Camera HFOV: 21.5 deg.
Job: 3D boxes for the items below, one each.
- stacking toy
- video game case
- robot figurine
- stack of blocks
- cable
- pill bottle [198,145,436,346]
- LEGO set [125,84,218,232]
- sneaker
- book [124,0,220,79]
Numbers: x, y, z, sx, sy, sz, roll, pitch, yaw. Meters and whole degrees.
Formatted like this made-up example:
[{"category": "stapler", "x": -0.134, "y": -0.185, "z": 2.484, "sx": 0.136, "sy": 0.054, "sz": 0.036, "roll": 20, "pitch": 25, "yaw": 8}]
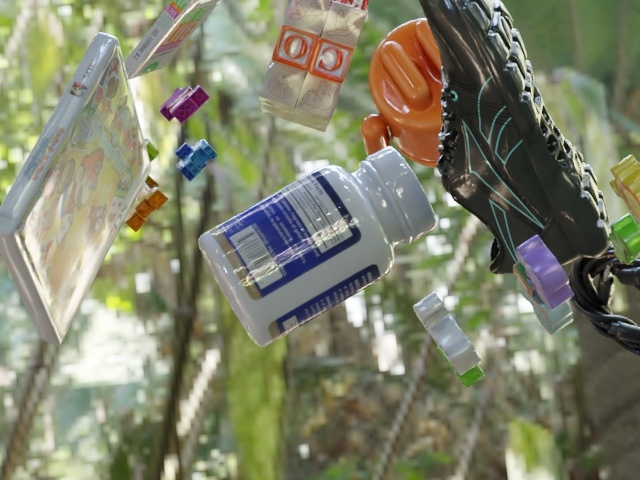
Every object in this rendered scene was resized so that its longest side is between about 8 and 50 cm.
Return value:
[{"category": "stacking toy", "x": 0.152, "y": 0.034, "z": 1.121, "sx": 0.167, "sy": 0.052, "sz": 0.221, "roll": -34, "pitch": -15, "yaw": 0}, {"category": "video game case", "x": -0.216, "y": -0.041, "z": 1.501, "sx": 0.026, "sy": 0.206, "sz": 0.227, "roll": 19, "pitch": -25, "yaw": 12}, {"category": "robot figurine", "x": 0.124, "y": -0.153, "z": 1.776, "sx": 0.128, "sy": 0.158, "sz": 0.219, "roll": 17, "pitch": -13, "yaw": 16}, {"category": "stack of blocks", "x": -0.006, "y": -0.228, "z": 2.000, "sx": 0.087, "sy": 0.171, "sz": 0.297, "roll": 18, "pitch": 1, "yaw": -2}, {"category": "cable", "x": 0.304, "y": 0.078, "z": 1.539, "sx": 0.150, "sy": 0.047, "sz": 0.184, "roll": 2, "pitch": -38, "yaw": 48}, {"category": "pill bottle", "x": 0.000, "y": 0.000, "z": 1.452, "sx": 0.186, "sy": 0.112, "sz": 0.112, "roll": -30, "pitch": -4, "yaw": -7}, {"category": "LEGO set", "x": -0.208, "y": -0.086, "z": 2.032, "sx": 0.227, "sy": 0.087, "sz": 0.093, "roll": -43, "pitch": 22, "yaw": 0}, {"category": "sneaker", "x": 0.129, "y": -0.083, "z": 1.296, "sx": 0.106, "sy": 0.267, "sz": 0.101, "roll": -22, "pitch": 20, "yaw": 20}, {"category": "book", "x": -0.190, "y": -0.269, "z": 2.132, "sx": 0.144, "sy": 0.035, "sz": 0.096, "roll": -47, "pitch": -5, "yaw": 27}]
